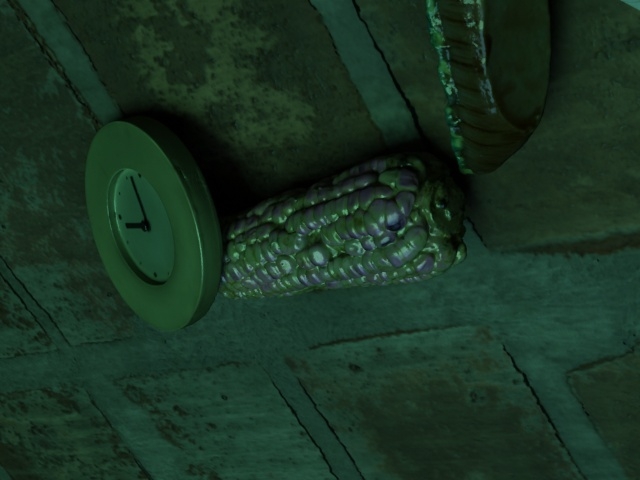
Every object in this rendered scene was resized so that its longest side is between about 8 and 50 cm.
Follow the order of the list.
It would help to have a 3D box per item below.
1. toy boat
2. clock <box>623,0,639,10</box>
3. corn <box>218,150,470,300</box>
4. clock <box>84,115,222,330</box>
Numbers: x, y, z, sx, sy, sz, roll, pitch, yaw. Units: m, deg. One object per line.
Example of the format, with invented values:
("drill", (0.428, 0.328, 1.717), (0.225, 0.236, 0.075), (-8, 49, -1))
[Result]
("toy boat", (0.146, -0.146, 1.119), (0.099, 0.108, 0.293), (47, 157, 41))
("clock", (0.211, -0.273, 0.899), (0.231, 0.116, 0.262), (33, 155, 0))
("corn", (-0.001, -0.002, 1.315), (0.335, 0.126, 0.126), (-15, 119, 40))
("clock", (-0.182, -0.018, 1.406), (0.235, 0.029, 0.235), (27, 126, 44))
